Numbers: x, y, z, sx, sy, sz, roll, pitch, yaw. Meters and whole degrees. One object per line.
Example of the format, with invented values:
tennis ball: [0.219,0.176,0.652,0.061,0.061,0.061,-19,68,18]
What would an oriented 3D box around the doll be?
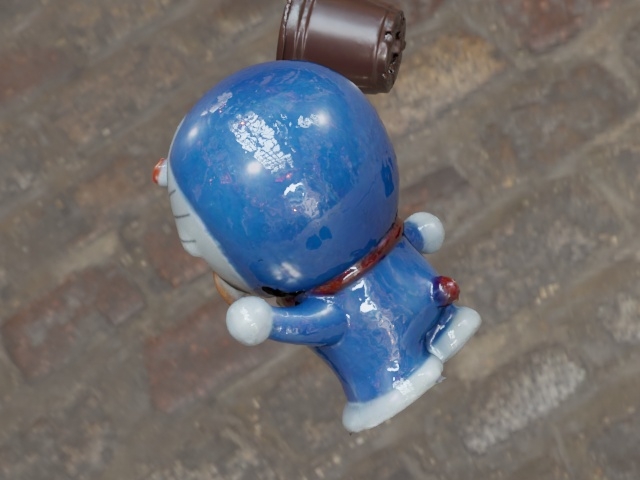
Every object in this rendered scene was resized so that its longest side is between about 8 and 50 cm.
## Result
doll: [0.000,0.000,1.026,0.161,0.257,0.215,-21,15,36]

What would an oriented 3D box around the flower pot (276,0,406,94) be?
flower pot: [0.021,-0.163,1.242,0.089,0.111,0.111,12,60,11]
